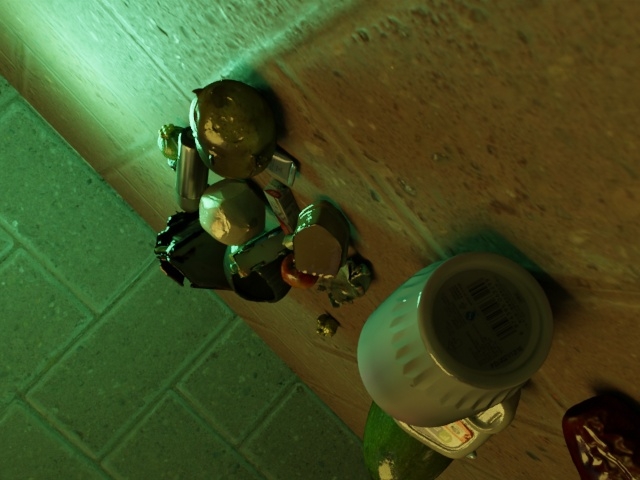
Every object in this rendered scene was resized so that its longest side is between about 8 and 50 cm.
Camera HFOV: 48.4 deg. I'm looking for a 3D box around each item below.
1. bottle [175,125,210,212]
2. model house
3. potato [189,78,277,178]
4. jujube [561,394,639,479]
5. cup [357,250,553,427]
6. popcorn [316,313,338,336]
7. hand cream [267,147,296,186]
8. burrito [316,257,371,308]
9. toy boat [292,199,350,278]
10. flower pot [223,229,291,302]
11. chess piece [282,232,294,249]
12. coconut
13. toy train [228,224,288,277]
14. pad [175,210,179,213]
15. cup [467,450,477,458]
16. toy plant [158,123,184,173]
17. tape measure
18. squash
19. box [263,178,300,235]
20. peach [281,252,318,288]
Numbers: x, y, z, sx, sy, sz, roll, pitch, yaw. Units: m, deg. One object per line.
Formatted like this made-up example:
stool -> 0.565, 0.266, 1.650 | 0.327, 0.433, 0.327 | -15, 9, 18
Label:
bottle -> -0.306, -0.171, 1.743 | 0.079, 0.096, 0.254 | 57, 149, 28
model house -> -0.343, 0.032, 2.112 | 0.282, 0.317, 0.297 | 18, 138, 49
potato -> -0.162, -0.196, 1.315 | 0.169, 0.143, 0.248 | 49, 159, 8
jujube -> 0.510, 0.375, 1.167 | 0.255, 0.190, 0.190 | 59, 166, 9
cup -> 0.209, 0.165, 1.172 | 0.253, 0.253, 0.371 | 41, 162, 8
popcorn -> 0.019, 0.264, 2.224 | 0.083, 0.068, 0.059 | 51, -158, -20
hand cream -> -0.152, -0.202, 1.453 | 0.256, 0.055, 0.088 | 38, 153, 8
burrito -> 0.061, 0.101, 1.694 | 0.096, 0.066, 0.309 | 45, 161, 1
toy boat -> 0.000, 0.000, 1.488 | 0.116, 0.061, 0.188 | 14, 139, 11
flower pot -> -0.166, 0.072, 1.949 | 0.189, 0.157, 0.243 | 2, 143, 12
chess piece -> -0.044, -0.004, 1.618 | 0.149, 0.059, 0.059 | -14, 123, 50
coconut -> -0.212, -0.069, 1.751 | 0.162, 0.161, 0.161 | 22, 154, 46
toy train -> -0.147, 0.024, 1.783 | 0.072, 0.188, 0.099 | 61, 167, -10
pad -> -0.292, 0.023, 2.392 | 0.375, 0.063, 0.315 | 42, -179, 24
cup -> 0.296, 0.375, 1.680 | 0.300, 0.167, 0.173 | 68, 169, -18
toy plant -> -0.354, -0.225, 1.806 | 0.092, 0.093, 0.162 | 30, 160, 38
tape measure -> 0.263, 0.302, 1.477 | 0.258, 0.130, 0.265 | 40, 123, 3
squash -> 0.226, 0.520, 1.931 | 0.310, 0.309, 0.310 | 40, 164, 14
box -> -0.073, -0.055, 1.660 | 0.055, 0.039, 0.218 | 32, 161, 30
peach -> -0.052, 0.080, 1.860 | 0.100, 0.101, 0.101 | 39, 164, 14
